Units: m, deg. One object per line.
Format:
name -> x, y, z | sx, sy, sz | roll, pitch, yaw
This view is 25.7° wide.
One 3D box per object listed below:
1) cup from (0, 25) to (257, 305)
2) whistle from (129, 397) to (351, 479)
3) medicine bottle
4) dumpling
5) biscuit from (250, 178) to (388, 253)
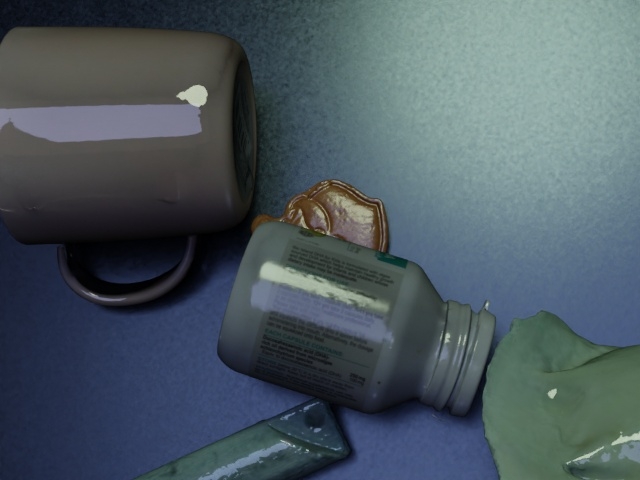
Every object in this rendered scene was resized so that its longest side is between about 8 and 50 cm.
cup -> -0.163, -0.063, 1.238 | 0.200, 0.191, 0.252 | 0, 108, 6
whistle -> -0.125, 0.222, 1.221 | 0.312, 0.062, 0.062 | -25, 76, 3
medicine bottle -> 0.033, 0.073, 1.184 | 0.215, 0.135, 0.135 | 17, 81, 3
dumpling -> 0.272, 0.221, 1.093 | 0.321, 0.211, 0.270 | 15, 46, 27
biscuit -> 0.000, 0.000, 1.268 | 0.130, 0.019, 0.102 | -22, 77, 3
